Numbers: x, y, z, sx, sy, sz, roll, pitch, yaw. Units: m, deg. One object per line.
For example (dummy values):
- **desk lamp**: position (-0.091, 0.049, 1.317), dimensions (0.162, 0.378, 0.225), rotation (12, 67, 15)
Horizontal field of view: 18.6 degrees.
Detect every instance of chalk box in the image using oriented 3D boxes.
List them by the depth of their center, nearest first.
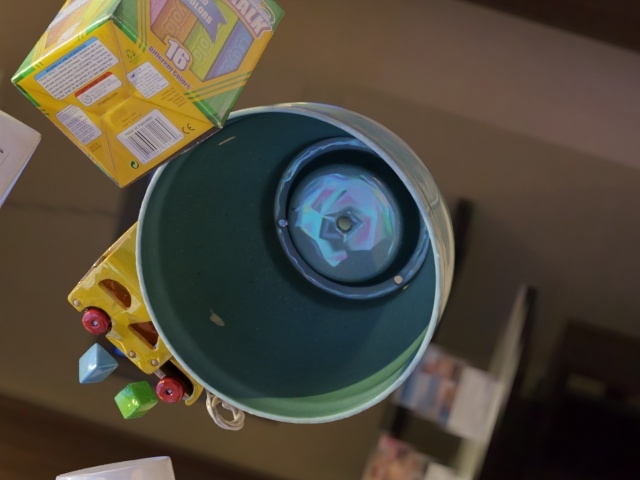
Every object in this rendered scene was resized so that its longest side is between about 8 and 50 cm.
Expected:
- **chalk box**: position (-0.130, -0.174, 1.608), dimensions (0.132, 0.132, 0.213), rotation (-29, 26, 38)

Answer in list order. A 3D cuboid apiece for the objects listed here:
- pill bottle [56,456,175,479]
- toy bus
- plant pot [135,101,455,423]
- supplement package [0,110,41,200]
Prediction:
- **pill bottle**: position (-0.158, 0.293, 1.648), dimensions (0.119, 0.119, 0.208), rotation (107, 154, -88)
- **toy bus**: position (-0.143, 0.074, 1.919), dimensions (0.104, 0.202, 0.191), rotation (-42, 54, 32)
- **plant pot**: position (0.000, 0.000, 1.828), dimensions (0.196, 0.293, 0.293), rotation (-37, -33, -65)
- **supplement package**: position (-0.348, -0.019, 1.467), dimensions (0.177, 0.175, 0.293), rotation (-57, 8, 15)
